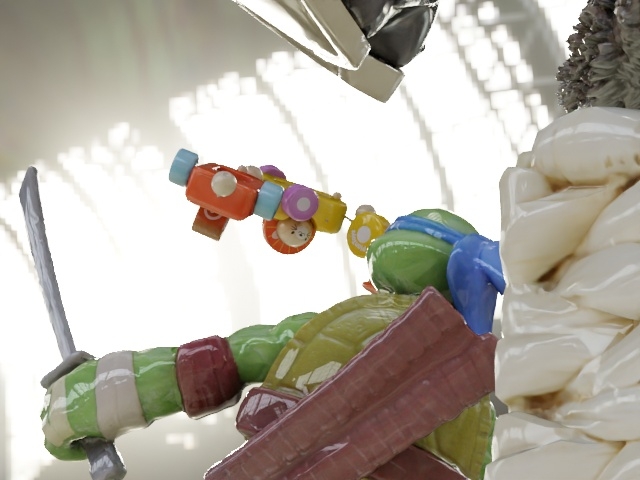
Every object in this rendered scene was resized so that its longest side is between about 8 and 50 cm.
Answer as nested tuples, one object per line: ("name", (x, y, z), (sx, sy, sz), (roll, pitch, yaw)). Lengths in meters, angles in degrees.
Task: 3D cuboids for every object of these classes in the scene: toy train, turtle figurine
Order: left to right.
("turtle figurine", (-0.021, 0.122, 0.806), (0.275, 0.266, 0.198), (1, -30, 40))
("toy train", (0.000, 0.000, 1.009), (0.166, 0.046, 0.125), (21, 8, 0))

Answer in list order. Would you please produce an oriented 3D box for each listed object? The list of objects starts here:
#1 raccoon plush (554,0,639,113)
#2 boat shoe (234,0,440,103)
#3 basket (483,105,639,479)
("raccoon plush", (0.236, -0.190, 1.466), (0.216, 0.299, 0.446), (20, -43, -28))
("boat shoe", (0.002, -0.086, 0.519), (0.075, 0.065, 0.206), (36, 3, 9))
("basket", (0.242, 0.117, 0.415), (0.328, 0.266, 0.331), (-5, -14, 40))
